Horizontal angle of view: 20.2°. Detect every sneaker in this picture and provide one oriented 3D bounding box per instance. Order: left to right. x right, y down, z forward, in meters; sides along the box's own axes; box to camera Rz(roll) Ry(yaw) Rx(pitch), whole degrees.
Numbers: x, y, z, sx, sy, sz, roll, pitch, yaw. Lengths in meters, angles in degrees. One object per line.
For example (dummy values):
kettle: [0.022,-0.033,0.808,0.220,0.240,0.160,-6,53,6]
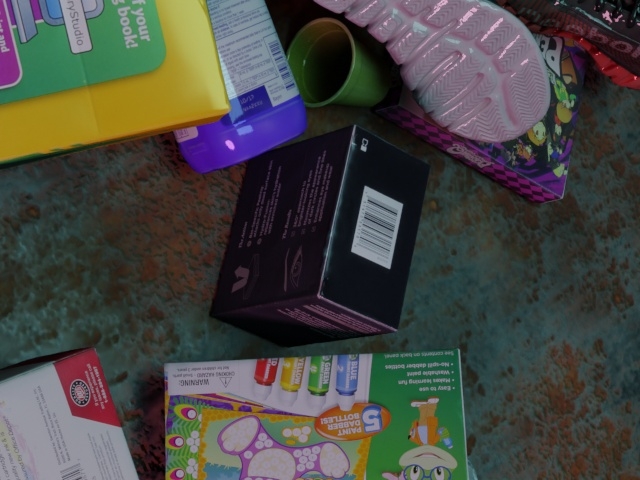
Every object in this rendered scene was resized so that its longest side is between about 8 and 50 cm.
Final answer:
sneaker: [0.088,-0.233,1.642,0.321,0.124,0.180,42,21,-32]
sneaker: [0.275,-0.240,1.771,0.276,0.135,0.097,25,67,-33]

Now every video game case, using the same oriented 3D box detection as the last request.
video game case: [0.168,-0.176,1.785,0.232,0.042,0.210,27,66,-33]

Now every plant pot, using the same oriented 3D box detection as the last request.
plant pot: [0.022,-0.154,1.648,0.079,0.083,0.083,15,73,-50]

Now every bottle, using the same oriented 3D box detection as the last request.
bottle: [-0.108,-0.203,1.533,0.118,0.092,0.283,-29,101,-42]

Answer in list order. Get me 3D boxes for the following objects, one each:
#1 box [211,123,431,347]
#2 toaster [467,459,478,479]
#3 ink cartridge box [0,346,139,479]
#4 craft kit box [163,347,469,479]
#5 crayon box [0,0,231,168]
box: [0.000,0.000,1.543,0.093,0.158,0.156,25,68,-33]
toaster: [0.047,0.257,1.560,0.146,0.129,0.227,28,63,-35]
ink cartridge box: [-0.249,0.170,1.332,0.176,0.127,0.128,-19,94,-40]
craft kit box: [-0.002,0.215,1.455,0.250,0.061,0.246,-4,71,1]
crayon box: [-0.260,-0.232,1.321,0.313,0.106,0.363,-13,91,-10]
